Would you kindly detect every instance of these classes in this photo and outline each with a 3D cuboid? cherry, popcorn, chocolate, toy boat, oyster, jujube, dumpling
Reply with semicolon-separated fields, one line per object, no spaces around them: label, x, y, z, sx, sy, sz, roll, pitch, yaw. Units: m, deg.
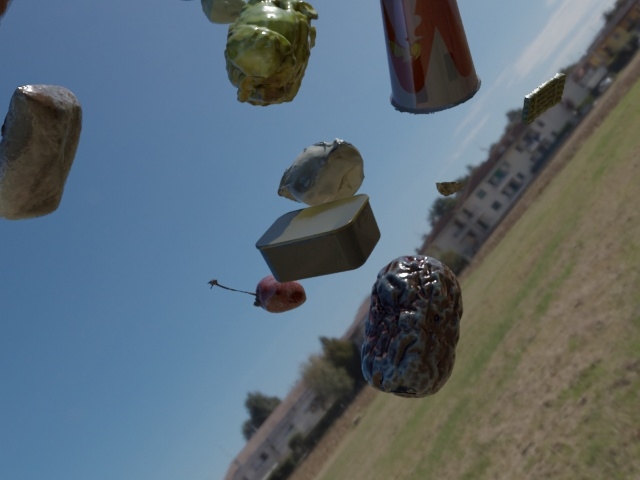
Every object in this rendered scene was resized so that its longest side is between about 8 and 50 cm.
cherry;-0.138;0.118;1.633;0.107;0.226;0.090;-126;44;-66
popcorn;-0.107;-0.389;1.534;0.286;0.174;0.225;-70;-10;-46
chocolate;-0.585;-0.173;1.520;0.303;0.100;0.185;-66;-13;19
toy boat;0.414;-0.262;1.337;0.115;0.016;0.063;-35;-40;-28
oyster;0.400;-0.161;2.219;0.083;0.038;0.080;-11;-26;17
jujube;0.205;0.197;1.609;0.226;0.226;0.317;107;175;-68
dumpling;0.011;-0.149;1.804;0.247;0.172;0.142;-31;41;34

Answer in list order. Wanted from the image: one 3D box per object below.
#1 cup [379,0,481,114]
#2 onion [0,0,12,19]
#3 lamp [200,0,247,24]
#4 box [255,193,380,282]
cup;0.205;-0.426;1.454;0.203;0.203;0.288;-45;-47;-32
onion;-0.750;-0.550;1.412;0.341;0.341;0.341;-49;-9;-10
lamp;-0.224;-0.615;1.915;0.106;0.193;0.106;-165;90;-89
box;0.000;0.000;1.304;0.201;0.090;0.144;-12;23;28
